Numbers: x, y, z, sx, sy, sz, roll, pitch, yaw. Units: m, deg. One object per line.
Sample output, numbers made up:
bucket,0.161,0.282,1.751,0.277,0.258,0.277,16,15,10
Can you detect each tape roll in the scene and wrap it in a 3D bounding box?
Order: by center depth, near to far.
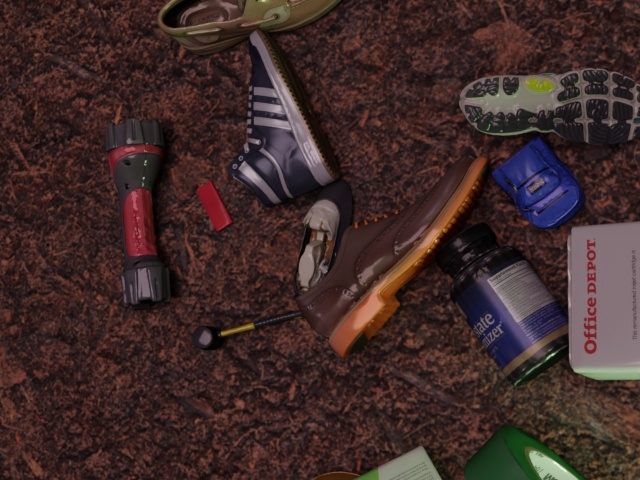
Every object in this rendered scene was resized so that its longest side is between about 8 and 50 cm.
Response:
tape roll,0.326,0.376,1.381,0.321,0.321,0.077,44,100,19

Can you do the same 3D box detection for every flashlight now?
flashlight,-0.295,-0.045,1.782,0.103,0.103,0.304,-10,79,17

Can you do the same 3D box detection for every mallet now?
mallet,-0.114,0.136,1.713,0.189,0.062,0.039,-17,79,18

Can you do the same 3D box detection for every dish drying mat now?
dish drying mat,-0.175,-0.057,1.787,0.032,0.008,0.083,-33,73,14

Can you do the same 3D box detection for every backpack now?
backpack,0.315,-0.074,1.555,0.098,0.101,0.120,-40,76,19

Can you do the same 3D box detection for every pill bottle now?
pill bottle,0.262,0.087,1.543,0.123,0.123,0.219,-39,72,13

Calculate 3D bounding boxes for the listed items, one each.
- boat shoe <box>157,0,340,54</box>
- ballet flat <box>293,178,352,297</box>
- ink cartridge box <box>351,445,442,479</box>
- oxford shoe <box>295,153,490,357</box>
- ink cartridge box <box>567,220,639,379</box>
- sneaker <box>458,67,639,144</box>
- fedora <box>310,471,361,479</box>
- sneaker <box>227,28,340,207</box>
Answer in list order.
boat shoe,-0.100,-0.396,1.740,0.341,0.110,0.122,-22,77,17
ballet flat,0.000,0.000,1.681,0.074,0.074,0.203,15,89,22
ink cartridge box,0.116,0.457,1.506,0.273,0.198,0.115,61,142,16
oxford shoe,0.106,-0.003,1.597,0.132,0.130,0.364,41,92,17
ink cartridge box,0.480,0.079,1.431,0.278,0.117,0.201,-5,74,30
sneaker,0.339,-0.202,1.557,0.275,0.110,0.107,7,104,4
fedora,0.030,0.443,1.616,0.194,0.079,0.194,-2,84,20
sneaker,-0.092,-0.189,1.722,0.153,0.099,0.282,-28,76,17
